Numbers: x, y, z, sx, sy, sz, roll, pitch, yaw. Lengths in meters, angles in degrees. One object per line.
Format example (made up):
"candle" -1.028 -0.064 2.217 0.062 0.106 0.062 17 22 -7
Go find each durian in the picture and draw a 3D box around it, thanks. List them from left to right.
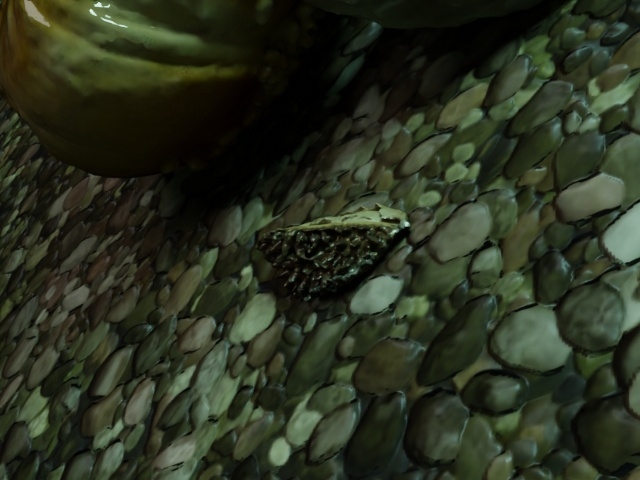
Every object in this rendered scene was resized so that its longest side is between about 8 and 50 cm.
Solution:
"durian" 0.005 0.008 0.741 0.130 0.052 0.066 -9 10 45

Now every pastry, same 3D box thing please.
"pastry" -0.113 -0.238 0.928 0.410 0.245 0.410 -54 21 33

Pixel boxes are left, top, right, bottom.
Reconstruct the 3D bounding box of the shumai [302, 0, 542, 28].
"shumai" 0.079 -0.311 0.754 0.314 0.267 0.262 -34 35 14
